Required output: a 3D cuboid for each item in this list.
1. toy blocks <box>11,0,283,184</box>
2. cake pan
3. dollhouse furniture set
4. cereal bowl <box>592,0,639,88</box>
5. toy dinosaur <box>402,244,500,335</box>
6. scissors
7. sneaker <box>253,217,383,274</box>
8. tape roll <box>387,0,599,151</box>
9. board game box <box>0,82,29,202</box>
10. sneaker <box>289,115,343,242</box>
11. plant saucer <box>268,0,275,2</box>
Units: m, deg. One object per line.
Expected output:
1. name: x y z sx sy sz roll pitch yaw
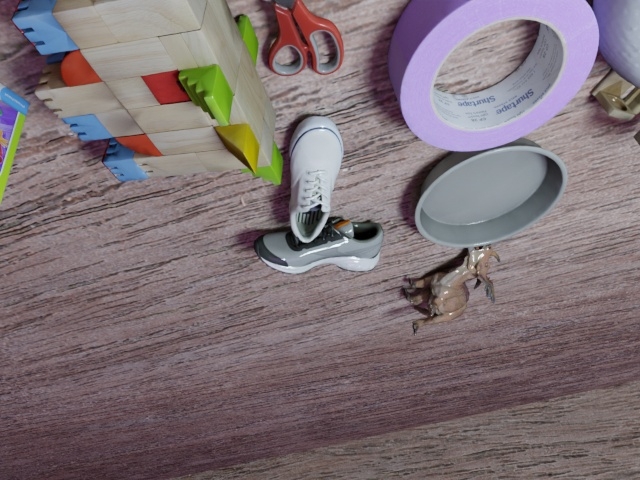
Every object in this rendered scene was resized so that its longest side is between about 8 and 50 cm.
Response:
1. toy blocks: -0.225 -0.204 0.680 0.261 0.190 0.381 -4 151 12
2. cake pan: 0.322 -0.091 1.040 0.294 0.054 0.293 -7 144 -5
3. dollhouse furniture set: 0.556 -0.219 0.842 0.144 0.151 0.123 6 140 -23
4. cereal bowl: 0.531 -0.317 0.653 0.340 0.141 0.338 -5 131 -6
5. toy dinosaur: 0.320 0.136 1.299 0.201 0.127 0.295 -11 150 -11
6. scissors: -0.035 -0.299 0.653 0.109 0.021 0.297 -7 157 6
7. sneaker: 0.000 0.000 1.065 0.272 0.100 0.107 -2 134 -21
8. tape roll: 0.240 -0.257 0.768 0.275 0.090 0.274 -7 144 -5
9. board game box: -0.523 -0.166 0.587 0.078 0.233 0.347 -26 141 21
10. sneaker: -0.007 -0.095 0.924 0.094 0.091 0.258 -4 144 -8
11. plant saucer: -0.043 -0.359 0.612 0.169 0.029 0.168 -6 145 -5
